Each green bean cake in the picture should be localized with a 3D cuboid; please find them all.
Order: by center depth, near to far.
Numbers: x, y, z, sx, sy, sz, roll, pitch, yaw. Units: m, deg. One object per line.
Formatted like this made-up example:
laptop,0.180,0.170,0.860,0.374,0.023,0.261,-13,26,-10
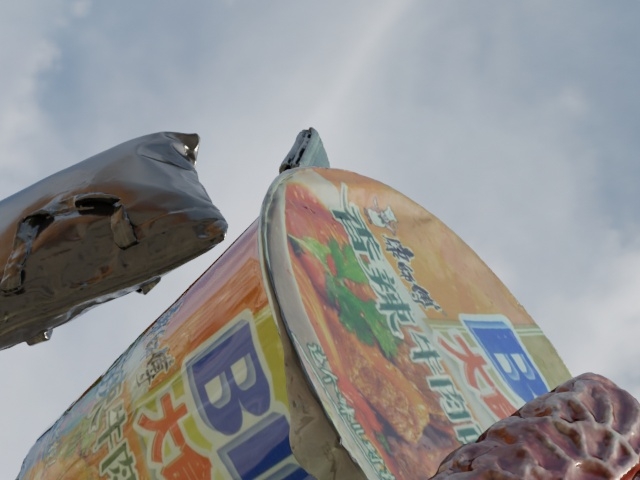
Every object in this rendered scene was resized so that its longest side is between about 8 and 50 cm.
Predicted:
green bean cake,0.097,0.118,0.524,0.136,0.135,0.056,46,-48,14

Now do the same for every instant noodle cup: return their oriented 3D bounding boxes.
instant noodle cup,-0.002,0.135,0.789,0.214,0.296,0.296,-38,-102,23

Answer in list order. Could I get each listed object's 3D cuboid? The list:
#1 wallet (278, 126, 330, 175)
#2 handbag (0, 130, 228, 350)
wallet,0.000,0.000,0.974,0.026,0.088,0.129,-12,-72,11
handbag,-0.204,0.001,1.269,0.254,0.211,0.089,-22,-61,-1
